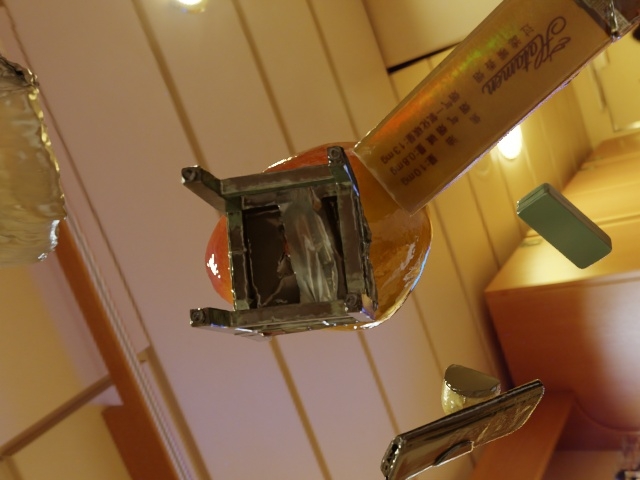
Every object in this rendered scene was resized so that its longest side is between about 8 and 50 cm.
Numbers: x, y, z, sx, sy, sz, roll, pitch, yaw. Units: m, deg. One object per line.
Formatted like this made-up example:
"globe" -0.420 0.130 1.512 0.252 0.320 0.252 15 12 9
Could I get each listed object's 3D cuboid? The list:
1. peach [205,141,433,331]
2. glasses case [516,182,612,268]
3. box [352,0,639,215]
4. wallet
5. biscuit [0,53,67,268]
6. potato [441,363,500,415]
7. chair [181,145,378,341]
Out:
"peach" 0.001 -0.004 1.040 0.307 0.289 0.289 14 -113 -23
"glasses case" 0.456 -0.026 1.348 0.184 0.078 0.039 38 -141 -14
"box" 0.249 -0.220 0.868 0.116 0.415 0.264 50 -156 5
"wallet" 0.125 0.169 0.638 0.156 0.082 0.018 -13 -133 -25
"biscuit" -0.260 -0.067 0.492 0.084 0.281 0.179 -33 -42 -37
"potato" 0.223 0.255 1.103 0.066 0.096 0.103 -20 -68 -36
"chair" -0.022 0.019 0.680 0.270 0.147 0.136 54 -150 -76
